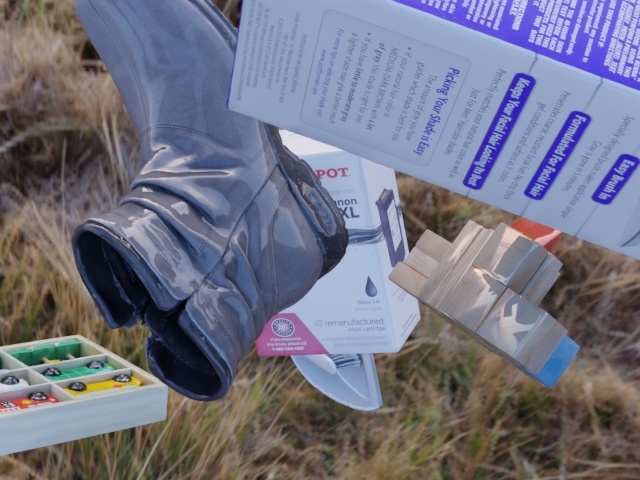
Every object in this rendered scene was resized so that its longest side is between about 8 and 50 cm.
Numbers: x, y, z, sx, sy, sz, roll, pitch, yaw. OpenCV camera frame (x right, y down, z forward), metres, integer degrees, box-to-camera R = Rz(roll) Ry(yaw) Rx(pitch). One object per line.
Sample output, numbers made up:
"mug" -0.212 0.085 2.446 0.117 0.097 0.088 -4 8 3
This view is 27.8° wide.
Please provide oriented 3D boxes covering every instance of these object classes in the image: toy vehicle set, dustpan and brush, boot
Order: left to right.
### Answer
"toy vehicle set" -0.291 0.140 1.144 0.267 0.166 0.035 -7 107 -40
"boot" -0.126 -0.057 1.039 0.338 0.118 0.223 52 44 -6
"dustpan and brush" -0.017 0.141 1.703 0.060 0.211 0.147 -28 120 -28

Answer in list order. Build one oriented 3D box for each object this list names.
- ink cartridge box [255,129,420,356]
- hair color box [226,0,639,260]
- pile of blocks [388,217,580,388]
"ink cartridge box" 0.000 0.000 1.425 0.172 0.100 0.237 -4 109 22
"hair color box" 0.116 -0.117 0.872 0.339 0.185 0.110 22 63 2
"pile of blocks" 0.170 0.042 1.107 0.149 0.362 0.112 35 90 -7
